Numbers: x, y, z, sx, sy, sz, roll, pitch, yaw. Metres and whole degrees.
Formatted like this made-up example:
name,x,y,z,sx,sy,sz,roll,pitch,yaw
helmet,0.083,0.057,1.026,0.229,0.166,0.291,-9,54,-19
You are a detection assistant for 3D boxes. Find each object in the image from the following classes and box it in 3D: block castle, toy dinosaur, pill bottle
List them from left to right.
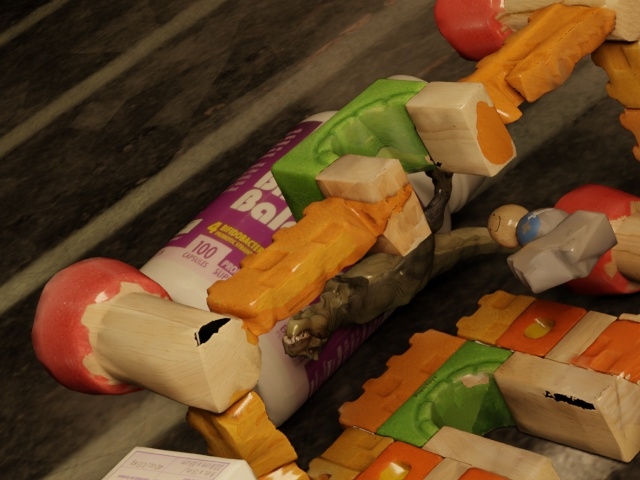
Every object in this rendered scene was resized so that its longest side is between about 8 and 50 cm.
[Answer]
name,x,y,z,sx,sy,sz,roll,pitch,yaw
pill bottle,0.000,0.000,1.373,0.301,0.169,0.169,-45,31,-26
toy dinosaur,0.061,0.001,1.277,0.268,0.118,0.064,-22,20,-31
block castle,0.062,0.033,1.116,0.453,0.303,0.213,-41,28,-25

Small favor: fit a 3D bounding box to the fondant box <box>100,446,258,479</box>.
name,x,y,z,sx,sy,sz,roll,pitch,yaw
fondant box,-0.114,0.295,0.804,0.096,0.238,0.330,0,35,45
